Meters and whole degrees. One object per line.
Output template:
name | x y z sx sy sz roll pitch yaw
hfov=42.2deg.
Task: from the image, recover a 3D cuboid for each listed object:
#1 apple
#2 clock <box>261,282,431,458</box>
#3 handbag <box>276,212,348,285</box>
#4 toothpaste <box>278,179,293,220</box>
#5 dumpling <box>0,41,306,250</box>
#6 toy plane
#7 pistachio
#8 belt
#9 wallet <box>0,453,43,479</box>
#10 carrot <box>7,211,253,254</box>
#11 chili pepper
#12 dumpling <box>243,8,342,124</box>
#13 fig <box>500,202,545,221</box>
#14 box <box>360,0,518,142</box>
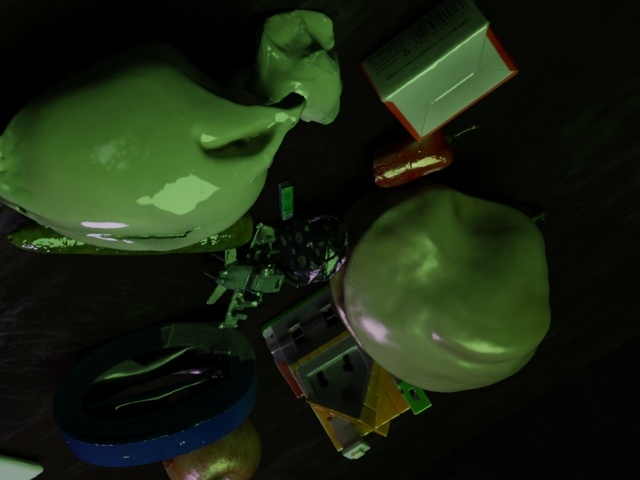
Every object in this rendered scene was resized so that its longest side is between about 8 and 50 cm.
apple | -0.232 0.436 1.762 0.211 0.188 0.211 -19 144 -14
clock | 0.057 0.254 1.601 0.235 0.309 0.166 -32 148 7
handbag | 0.000 0.000 1.334 0.072 0.115 0.139 -12 166 -35
toothpaste | -0.055 -0.064 1.326 0.020 0.017 0.083 -17 147 -13
dumpling | -0.216 -0.095 0.963 0.395 0.233 0.315 -14 179 -9
toy plane | -0.092 0.063 1.420 0.262 0.088 0.192 9 106 -51
pistachio | 0.220 0.080 1.448 0.365 0.281 0.445 -45 115 2
belt | -0.281 0.265 1.445 0.347 0.212 0.117 -16 146 -13
wallet | -0.632 0.447 1.606 0.095 0.033 0.190 -35 150 8
carrot | -0.262 -0.011 1.189 0.358 0.074 0.074 -5 142 -32
chili pepper | 0.170 -0.145 1.318 0.192 0.086 0.084 -22 122 8
dumpling | -0.022 -0.225 1.059 0.169 0.100 0.134 18 91 -29
fig | 0.386 -0.009 1.645 0.259 0.151 0.151 -14 147 -30
box | 0.166 -0.246 1.158 0.182 0.099 0.133 -36 146 16
